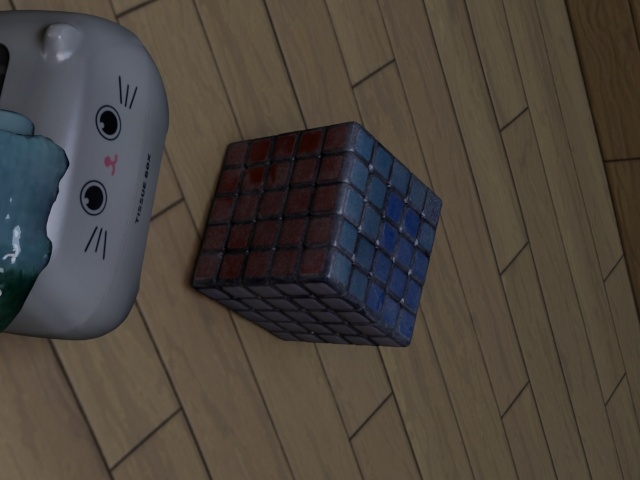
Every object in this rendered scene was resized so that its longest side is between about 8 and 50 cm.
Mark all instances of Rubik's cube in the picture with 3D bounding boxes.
[{"bbox_3d":[0.000,0.000,1.462,0.237,0.238,0.237,36,60,-47],"label":"Rubik's cube"}]

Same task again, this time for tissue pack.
[{"bbox_3d":[-0.294,-0.072,1.078,0.236,0.229,0.333,52,44,-71],"label":"tissue pack"}]

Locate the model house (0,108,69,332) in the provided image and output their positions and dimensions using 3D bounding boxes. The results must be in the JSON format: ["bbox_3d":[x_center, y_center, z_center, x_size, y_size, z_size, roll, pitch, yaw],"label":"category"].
[{"bbox_3d":[-0.430,-0.044,0.828,0.329,0.295,0.252,31,70,-58],"label":"model house"}]
